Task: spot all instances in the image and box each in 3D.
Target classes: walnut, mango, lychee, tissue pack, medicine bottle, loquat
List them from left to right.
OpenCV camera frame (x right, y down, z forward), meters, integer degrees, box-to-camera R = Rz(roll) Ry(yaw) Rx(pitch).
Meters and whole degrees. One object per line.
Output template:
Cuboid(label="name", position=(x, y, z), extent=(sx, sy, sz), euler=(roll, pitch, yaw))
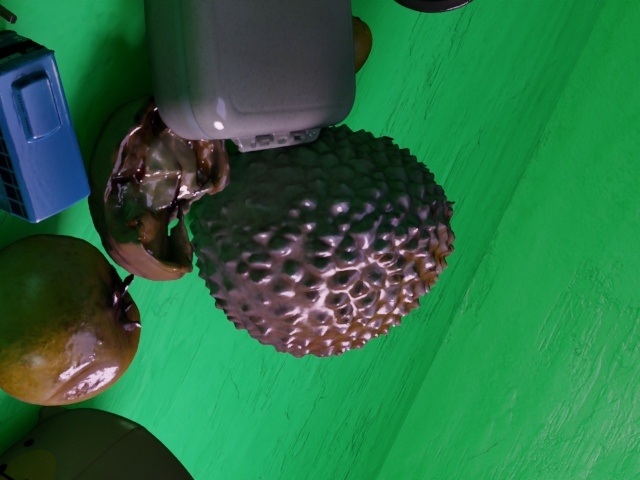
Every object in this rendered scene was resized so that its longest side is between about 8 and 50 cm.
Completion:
Cuboid(label="tissue pack", position=(-0.374, 0.426, 1.355), extent=(0.387, 0.277, 0.267), euler=(-42, 157, -34))
Cuboid(label="loquat", position=(-0.314, 0.102, 1.172), extent=(0.213, 0.213, 0.213), euler=(-44, 151, -33))
Cuboid(label="walnut", position=(-0.225, -0.078, 1.248), extent=(0.204, 0.141, 0.238), euler=(60, 37, -40))
Cuboid(label="medicine bottle", position=(-0.080, -0.264, 1.280), extent=(0.375, 0.123, 0.282), euler=(-17, 107, -58))
Cuboid(label="lychee", position=(0.000, 0.000, 1.489), extent=(0.380, 0.432, 0.380), euler=(7, 81, -51))
Cuboid(label="mango", position=(0.014, -0.293, 1.558), extent=(0.163, 0.089, 0.111), euler=(-41, 151, -21))

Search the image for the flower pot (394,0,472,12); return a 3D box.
Cuboid(label="flower pot", position=(0.193, -0.495, 1.579), extent=(0.148, 0.235, 0.235), euler=(-53, 162, -66))

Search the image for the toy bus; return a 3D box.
Cuboid(label="toy bus", position=(-0.318, -0.121, 1.037), extent=(0.090, 0.106, 0.185), euler=(-34, 130, -36))

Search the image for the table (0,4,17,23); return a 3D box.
Cuboid(label="table", position=(-0.349, -0.271, 0.839), extent=(0.122, 0.111, 0.240), euler=(-64, 156, 3))
